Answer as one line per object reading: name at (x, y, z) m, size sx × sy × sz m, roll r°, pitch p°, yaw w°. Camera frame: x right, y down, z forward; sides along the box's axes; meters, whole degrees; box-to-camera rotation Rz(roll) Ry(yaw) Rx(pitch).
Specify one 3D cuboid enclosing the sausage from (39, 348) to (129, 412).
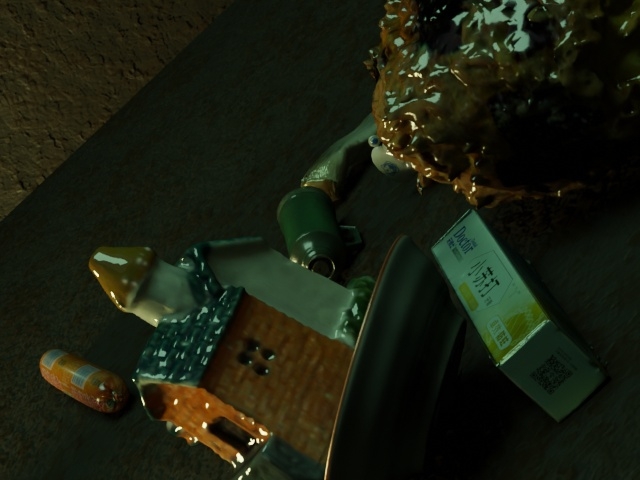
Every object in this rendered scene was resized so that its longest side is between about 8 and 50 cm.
sausage at (-0.319, 0.186, 2.582) m, size 0.053 × 0.053 × 0.348 m, roll -48°, pitch 19°, yaw -12°

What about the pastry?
pastry at (0.212, -0.194, 1.962) m, size 0.337 × 0.292 × 0.405 m, roll -58°, pitch 31°, yaw -10°

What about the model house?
model house at (-0.103, 0.108, 1.858) m, size 0.190 × 0.301 × 0.271 m, roll -46°, pitch 14°, yaw 51°

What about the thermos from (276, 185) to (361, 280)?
thermos at (-0.004, 0.002, 2.325) m, size 0.073 × 0.083 × 0.188 m, roll -61°, pitch 15°, yaw 17°

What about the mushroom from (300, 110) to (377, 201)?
mushroom at (0.045, -0.118, 2.515) m, size 0.059 × 0.054 × 0.202 m, roll -11°, pitch 31°, yaw 49°

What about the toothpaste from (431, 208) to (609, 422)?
toothpaste at (0.178, 0.061, 1.782) m, size 0.071 × 0.089 × 0.313 m, roll -46°, pitch 18°, yaw 9°

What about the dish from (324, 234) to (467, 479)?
dish at (0.079, 0.130, 1.730) m, size 0.260 × 0.085 × 0.260 m, roll 15°, pitch -90°, yaw -82°

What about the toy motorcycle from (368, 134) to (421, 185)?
toy motorcycle at (0.120, -0.147, 2.331) m, size 0.150 × 0.102 × 0.221 m, roll -50°, pitch 12°, yaw 10°
